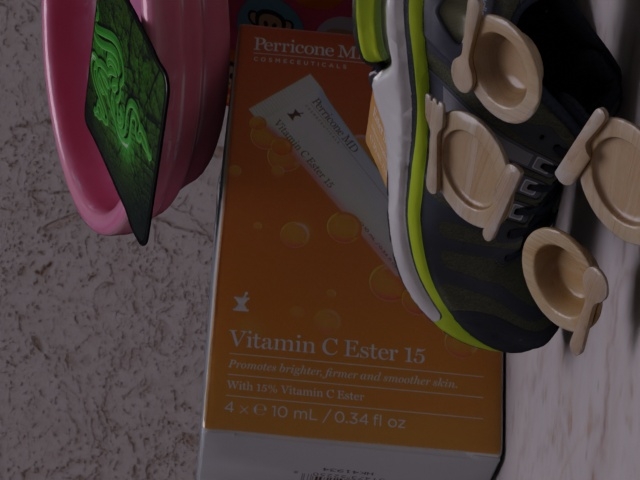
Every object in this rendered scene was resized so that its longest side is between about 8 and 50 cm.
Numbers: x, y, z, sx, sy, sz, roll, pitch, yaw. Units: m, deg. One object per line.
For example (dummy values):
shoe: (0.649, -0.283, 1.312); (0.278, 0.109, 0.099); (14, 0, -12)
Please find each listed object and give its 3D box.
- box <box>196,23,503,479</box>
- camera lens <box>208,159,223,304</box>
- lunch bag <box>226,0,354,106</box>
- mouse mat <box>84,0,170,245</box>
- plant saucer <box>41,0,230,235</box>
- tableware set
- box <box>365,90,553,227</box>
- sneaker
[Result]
box: (0.024, 0.029, 1.492); (0.168, 0.215, 0.345); (101, 173, -61)
camera lens: (0.000, 0.000, 1.990); (0.274, 0.219, 0.219); (99, 175, -50)
lunch bag: (-0.002, -0.228, 1.702); (0.120, 0.293, 0.258); (-59, -18, -50)
mouse mat: (-0.149, -0.106, 1.476); (0.190, 0.007, 0.153); (-118, 32, -48)
plant saucer: (-0.151, -0.171, 1.591); (0.332, 0.084, 0.332); (176, 90, -68)
tableware set: (0.106, -0.031, 0.953); (0.169, 0.020, 0.141); (48, 146, 29)
box: (0.095, -0.092, 1.220); (0.130, 0.091, 0.170); (-110, 20, -47)
sneaker: (0.103, -0.051, 1.063); (0.111, 0.121, 0.300); (-54, -39, -37)
